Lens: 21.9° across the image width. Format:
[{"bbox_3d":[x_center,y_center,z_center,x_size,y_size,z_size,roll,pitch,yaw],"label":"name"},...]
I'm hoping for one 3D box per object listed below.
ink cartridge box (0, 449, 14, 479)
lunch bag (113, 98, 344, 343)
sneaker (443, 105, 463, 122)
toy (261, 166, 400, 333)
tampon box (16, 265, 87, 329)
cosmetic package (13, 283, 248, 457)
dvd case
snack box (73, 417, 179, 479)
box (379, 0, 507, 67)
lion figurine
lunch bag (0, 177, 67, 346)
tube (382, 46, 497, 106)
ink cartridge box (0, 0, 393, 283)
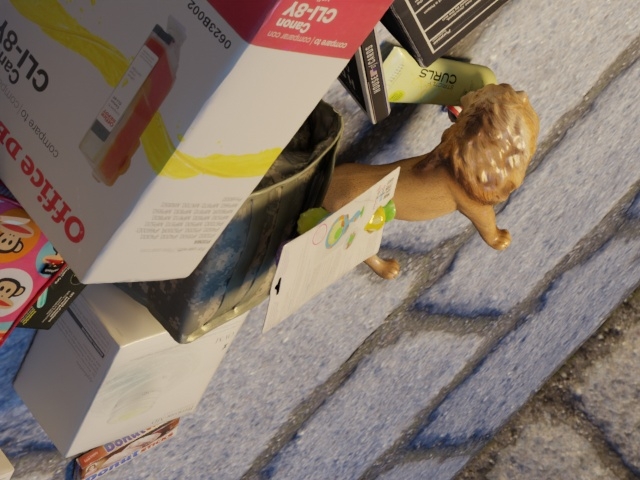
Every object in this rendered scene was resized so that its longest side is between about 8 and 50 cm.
[{"bbox_3d":[-0.481,0.305,2.058,0.086,0.148,0.203,-17,148,-46],"label":"ink cartridge box"},{"bbox_3d":[-0.092,-0.038,2.034,0.287,0.169,0.235,-27,150,-46],"label":"lunch bag"},{"bbox_3d":[0.219,-0.188,2.384,0.067,0.042,0.118,-49,148,7],"label":"sneaker"},{"bbox_3d":[0.000,0.000,1.973,0.237,0.056,0.136,-31,146,-43],"label":"toy"},{"bbox_3d":[-0.341,0.021,1.836,0.120,0.101,0.161,-48,156,15],"label":"tampon box"},{"bbox_3d":[-0.243,0.137,2.139,0.224,0.138,0.224,-16,148,-43],"label":"cosmetic package"},{"bbox_3d":[0.008,-0.250,1.795,0.030,0.179,0.238,-33,155,-9],"label":"dvd case"},{"bbox_3d":[-0.292,0.312,2.504,0.178,0.022,0.064,-27,154,-29],"label":"snack box"},{"bbox_3d":[0.138,-0.384,1.754,0.296,0.182,0.294,-39,155,1],"label":"box"},{"bbox_3d":[0.122,-0.071,2.267,0.392,0.142,0.240,-20,141,7],"label":"lion figurine"},{"bbox_3d":[-0.413,0.009,1.616,0.293,0.120,0.258,23,117,-42],"label":"lunch bag"},{"bbox_3d":[0.146,-0.212,2.221,0.240,0.062,0.070,1,92,-50],"label":"tube"},{"bbox_3d":[-0.151,-0.185,1.546,0.160,0.279,0.384,-2,135,-54],"label":"ink cartridge box"}]
